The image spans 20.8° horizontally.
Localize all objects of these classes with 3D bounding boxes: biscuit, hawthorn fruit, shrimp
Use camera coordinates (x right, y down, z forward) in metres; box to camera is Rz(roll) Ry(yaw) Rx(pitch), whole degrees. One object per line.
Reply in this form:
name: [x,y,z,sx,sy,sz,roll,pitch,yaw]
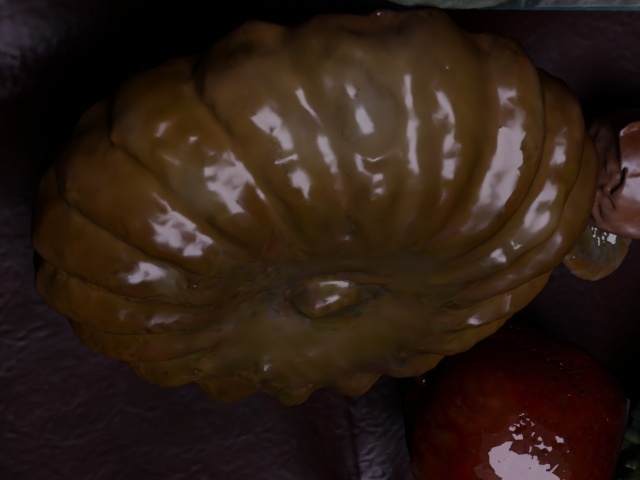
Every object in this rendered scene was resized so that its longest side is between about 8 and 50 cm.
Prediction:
biscuit: [0.000,0.000,0.979,0.325,0.107,0.326,-10,150,-6]
hawthorn fruit: [0.113,0.120,1.146,0.172,0.148,0.148,32,105,-25]
shrimp: [0.173,-0.018,1.154,0.059,0.023,0.108,-39,126,-6]

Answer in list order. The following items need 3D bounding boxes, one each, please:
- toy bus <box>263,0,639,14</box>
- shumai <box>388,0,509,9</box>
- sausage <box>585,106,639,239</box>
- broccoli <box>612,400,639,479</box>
toy bus: [0.076,-0.183,0.978,0.261,0.091,0.109,-2,127,-18]
shumai: [0.079,-0.299,0.833,0.309,0.263,0.304,-13,153,-10]
sausage: [0.356,-0.031,1.169,0.418,0.094,0.094,7,108,-22]
broccoli: [0.361,0.180,1.205,0.338,0.317,0.277,-26,125,-50]
